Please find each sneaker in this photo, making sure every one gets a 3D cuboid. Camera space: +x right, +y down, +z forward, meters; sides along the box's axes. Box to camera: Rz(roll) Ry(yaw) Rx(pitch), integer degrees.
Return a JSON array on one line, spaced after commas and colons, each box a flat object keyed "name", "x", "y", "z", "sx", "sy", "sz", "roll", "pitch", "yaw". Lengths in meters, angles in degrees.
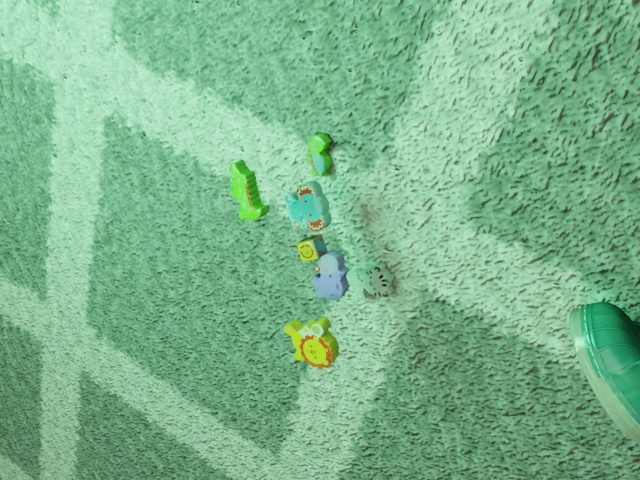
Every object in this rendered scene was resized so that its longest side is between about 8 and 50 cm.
[{"name": "sneaker", "x": 0.361, "y": 0.157, "z": 0.560, "sx": 0.302, "sy": 0.108, "sz": 0.121, "roll": 46, "pitch": 125, "yaw": -5}]

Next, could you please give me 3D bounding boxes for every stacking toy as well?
[{"name": "stacking toy", "x": 0.000, "y": 0.000, "z": 0.656, "sx": 0.052, "sy": 0.167, "sz": 0.221, "roll": -13, "pitch": 103, "yaw": 33}]
